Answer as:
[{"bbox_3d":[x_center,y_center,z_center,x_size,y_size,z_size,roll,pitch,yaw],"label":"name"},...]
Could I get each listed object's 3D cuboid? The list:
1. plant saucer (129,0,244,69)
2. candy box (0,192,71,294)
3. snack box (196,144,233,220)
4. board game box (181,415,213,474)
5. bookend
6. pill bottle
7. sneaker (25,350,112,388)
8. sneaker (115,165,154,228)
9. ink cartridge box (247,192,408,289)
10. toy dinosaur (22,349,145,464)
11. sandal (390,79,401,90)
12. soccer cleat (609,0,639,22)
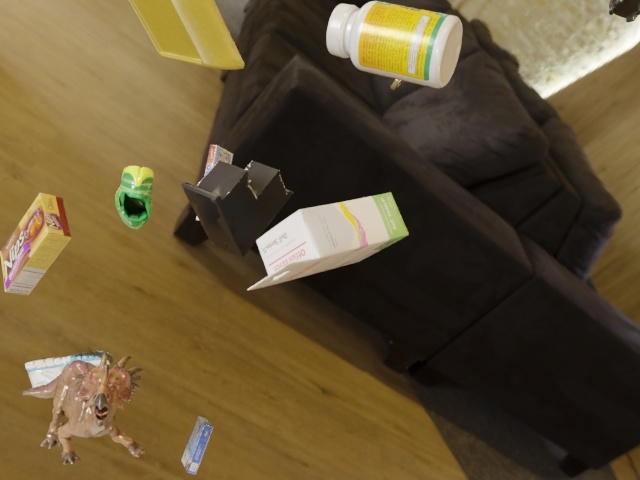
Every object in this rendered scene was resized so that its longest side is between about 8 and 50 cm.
[{"bbox_3d":[-0.378,-0.576,1.614,0.333,0.081,0.332,24,-31,43],"label":"plant saucer"},{"bbox_3d":[-0.567,0.009,1.262,0.053,0.187,0.109,17,38,-47],"label":"candy box"},{"bbox_3d":[-0.243,-0.125,1.468,0.064,0.022,0.178,24,73,-57],"label":"snack box"},{"bbox_3d":[-0.236,0.388,1.214,0.020,0.090,0.090,23,-12,-15],"label":"board game box"},{"bbox_3d":[-0.132,-0.083,1.055,0.072,0.156,0.157,22,-28,26],"label":"bookend"},{"bbox_3d":[0.121,-0.335,1.073,0.208,0.117,0.117,19,17,21],"label":"pill bottle"},{"bbox_3d":[-0.541,0.288,1.386,0.071,0.191,0.082,29,51,-82],"label":"sneaker"},{"bbox_3d":[-0.535,-0.101,1.810,0.109,0.295,0.123,9,63,-12],"label":"sneaker"},{"bbox_3d":[0.000,0.000,1.462,0.353,0.207,0.119,-13,78,-39],"label":"ink cartridge box"},{"bbox_3d":[-0.404,0.264,1.103,0.296,0.200,0.127,17,19,38],"label":"toy dinosaur"},{"bbox_3d":[0.189,-0.416,1.433,0.049,0.180,0.072,23,-12,-1],"label":"sandal"},{"bbox_3d":[0.664,-0.539,1.245,0.093,0.121,0.289,24,-8,-2],"label":"soccer cleat"}]
